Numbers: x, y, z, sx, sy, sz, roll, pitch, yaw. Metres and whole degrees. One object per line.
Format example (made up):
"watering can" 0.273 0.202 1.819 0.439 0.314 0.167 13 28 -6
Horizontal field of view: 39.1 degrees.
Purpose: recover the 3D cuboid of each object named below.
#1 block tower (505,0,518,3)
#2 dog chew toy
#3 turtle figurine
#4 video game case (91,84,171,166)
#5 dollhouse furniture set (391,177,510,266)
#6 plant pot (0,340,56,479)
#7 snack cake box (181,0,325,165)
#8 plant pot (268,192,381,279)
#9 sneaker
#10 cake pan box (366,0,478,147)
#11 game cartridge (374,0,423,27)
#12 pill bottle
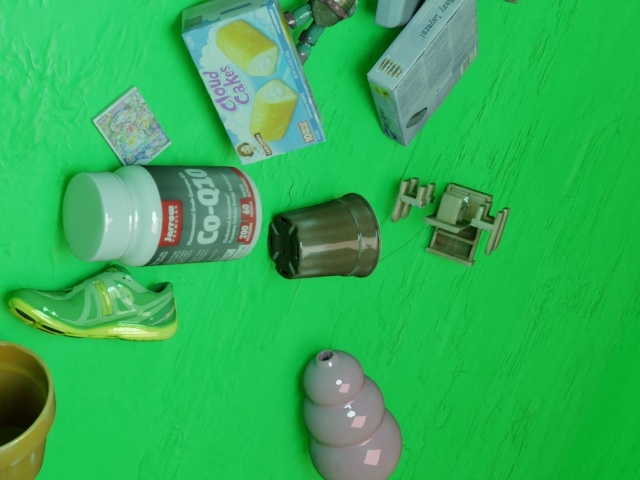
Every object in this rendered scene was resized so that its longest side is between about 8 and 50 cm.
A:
"block tower" 0.297 -0.520 1.651 0.335 0.090 0.097 -4 112 -62
"dog chew toy" 0.054 0.373 1.915 0.206 0.206 0.332 -34 123 -25
"turtle figurine" -0.001 -0.405 1.504 0.175 0.118 0.234 36 96 -36
"video game case" -0.298 -0.172 1.426 0.087 0.011 0.122 -44 135 -17
"dollhouse furniture set" 0.274 -0.024 1.893 0.242 0.212 0.161 -18 126 -68
"plant pot" -0.500 0.289 1.371 0.205 0.205 0.188 -29 144 -29
"snack cake box" -0.104 -0.263 1.450 0.152 0.089 0.264 -17 130 7
"plant pot" 0.000 0.000 1.697 0.165 0.167 0.167 -8 117 -30
"sneaker" -0.365 0.098 1.461 0.295 0.109 0.124 9 83 -43
"cake pan box" 0.204 -0.336 1.698 0.267 0.070 0.246 -52 162 -7
"game cartridge" 0.164 -0.518 1.569 0.196 0.060 0.294 -33 139 -66
"pill bottle" -0.248 -0.040 1.432 0.283 0.161 0.161 -4 114 -42
